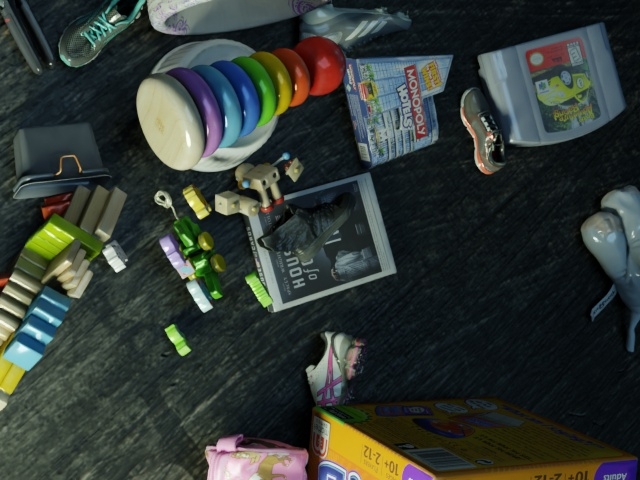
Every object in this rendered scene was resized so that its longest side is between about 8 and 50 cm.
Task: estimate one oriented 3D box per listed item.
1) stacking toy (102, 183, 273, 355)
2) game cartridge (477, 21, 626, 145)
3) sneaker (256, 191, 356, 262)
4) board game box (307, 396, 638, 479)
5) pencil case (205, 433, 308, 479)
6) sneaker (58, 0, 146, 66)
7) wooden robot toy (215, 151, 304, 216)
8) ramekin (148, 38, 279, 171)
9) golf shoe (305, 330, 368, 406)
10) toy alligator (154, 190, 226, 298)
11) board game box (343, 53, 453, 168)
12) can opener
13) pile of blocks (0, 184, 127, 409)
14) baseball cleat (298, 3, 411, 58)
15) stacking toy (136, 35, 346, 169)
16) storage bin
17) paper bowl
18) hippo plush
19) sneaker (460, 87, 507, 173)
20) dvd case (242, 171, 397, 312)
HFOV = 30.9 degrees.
[{"bbox_3d":[-0.199,0.049,1.734,0.167,0.052,0.221,-32,104,5],"label":"stacking toy"},{"bbox_3d":[0.434,-0.280,2.133,0.294,0.060,0.196,-19,99,-27],"label":"game cartridge"},{"bbox_3d":[-0.021,-0.034,1.843,0.089,0.051,0.170,46,71,-21],"label":"sneaker"},{"bbox_3d":[0.209,0.458,1.754,0.356,0.356,0.356,1,97,-27],"label":"board game box"},{"bbox_3d":[-0.108,0.485,1.736,0.160,0.167,0.386,4,83,5],"label":"pencil case"},{"bbox_3d":[-0.323,-0.326,1.726,0.065,0.076,0.166,46,68,-16],"label":"sneaker"},{"bbox_3d":[-0.109,-0.088,1.825,0.173,0.079,0.076,-37,132,-33],"label":"wooden robot toy"},{"bbox_3d":[-0.160,-0.213,1.785,0.207,0.109,0.207,2,85,-27],"label":"ramekin"},{"bbox_3d":[0.014,0.238,1.877,0.086,0.067,0.186,16,89,15],"label":"golf shoe"},{"bbox_3d":[-0.194,0.000,1.787,0.189,0.056,0.051,62,22,-9],"label":"toy alligator"},{"bbox_3d":[0.142,-0.239,1.949,0.194,0.060,0.194,-23,111,-26],"label":"board game box"},{"bbox_3d":[-0.437,-0.329,1.679,0.059,0.073,0.186,-27,108,-35],"label":"can opener"},{"bbox_3d":[-0.407,0.063,1.612,0.113,0.149,0.362,33,73,-22],"label":"pile of blocks"},{"bbox_3d":[0.055,-0.343,1.940,0.206,0.072,0.109,1,99,-23],"label":"baseball cleat"},{"bbox_3d":[-0.097,-0.222,1.689,0.330,0.141,0.141,-27,99,-31],"label":"stacking toy"},{"bbox_3d":[-0.381,-0.120,1.677,0.135,0.098,0.091,-9,80,-28],"label":"storage bin"},{"bbox_3d":[-0.124,-0.409,1.719,0.284,0.284,0.148,-9,89,-28],"label":"paper bowl"},{"bbox_3d":[0.626,0.021,2.105,0.234,0.236,0.294,38,70,-20],"label":"hippo plush"},{"bbox_3d":[0.299,-0.198,2.047,0.061,0.065,0.158,-21,96,-27],"label":"sneaker"},{"bbox_3d":[0.000,0.000,1.897,0.239,0.029,0.179,-17,93,-28],"label":"dvd case"}]
